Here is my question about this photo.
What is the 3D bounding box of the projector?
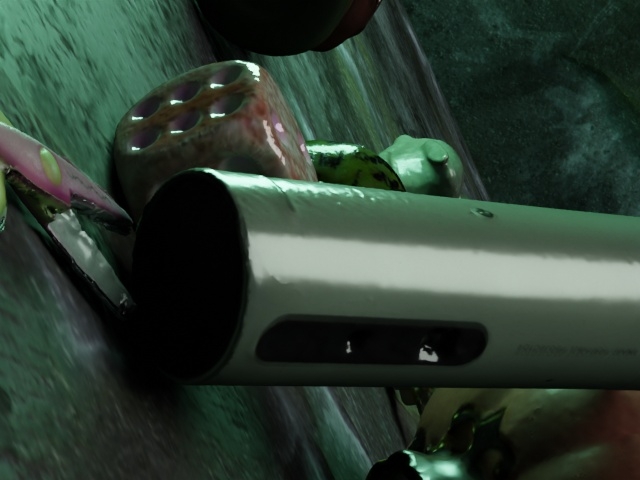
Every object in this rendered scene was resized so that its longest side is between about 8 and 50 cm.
[{"bbox_3d":[0.067,0.027,0.868,0.338,0.108,0.108,4,57,-37],"label":"projector"}]

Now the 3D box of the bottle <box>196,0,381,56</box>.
[{"bbox_3d":[-0.024,-0.228,1.350,0.156,0.143,0.271,30,14,2],"label":"bottle"}]

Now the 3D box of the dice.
[{"bbox_3d":[-0.057,-0.039,0.894,0.094,0.093,0.091,-99,164,-56],"label":"dice"}]

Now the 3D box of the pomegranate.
[{"bbox_3d":[0.000,0.000,1.101,0.161,0.122,0.122,111,-33,-59],"label":"pomegranate"}]

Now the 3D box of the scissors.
[{"bbox_3d":[-0.127,-0.029,0.707,0.187,0.020,0.133,52,22,-53],"label":"scissors"}]

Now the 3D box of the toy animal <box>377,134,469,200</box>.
[{"bbox_3d":[0.133,-0.005,1.785,0.138,0.108,0.236,-93,160,-62],"label":"toy animal"}]

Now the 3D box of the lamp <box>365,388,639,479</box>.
[{"bbox_3d":[0.148,0.202,1.060,0.305,0.240,0.305,-29,-122,60],"label":"lamp"}]

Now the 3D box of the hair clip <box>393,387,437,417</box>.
[{"bbox_3d":[0.068,0.082,1.444,0.062,0.056,0.213,18,41,-57],"label":"hair clip"}]
